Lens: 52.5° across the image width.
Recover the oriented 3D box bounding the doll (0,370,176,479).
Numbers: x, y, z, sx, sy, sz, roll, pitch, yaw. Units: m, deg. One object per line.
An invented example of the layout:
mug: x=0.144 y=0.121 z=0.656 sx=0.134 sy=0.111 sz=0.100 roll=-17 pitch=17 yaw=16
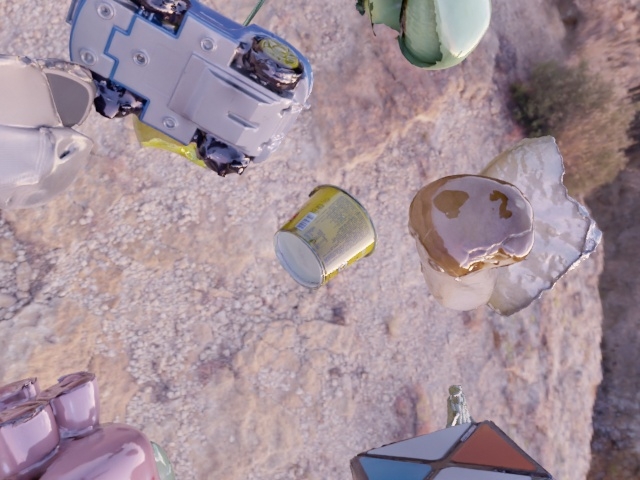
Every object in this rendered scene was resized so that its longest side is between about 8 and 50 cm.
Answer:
doll: x=-0.278 y=0.290 z=0.705 sx=0.284 sy=0.216 sz=0.269 roll=-24 pitch=102 yaw=-57

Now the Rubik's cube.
Rubik's cube: x=0.201 y=0.437 z=0.941 sx=0.246 sy=0.250 sz=0.249 roll=-14 pitch=97 yaw=-8

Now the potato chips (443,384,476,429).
potato chips: x=0.285 y=0.497 z=1.255 sx=0.373 sy=0.097 sz=0.389 roll=52 pitch=46 yaw=-27

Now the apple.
apple: x=-0.340 y=-0.292 z=1.604 sx=0.246 sy=0.226 sz=0.246 roll=-5 pitch=90 yaw=-77

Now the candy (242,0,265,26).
candy: x=-0.128 y=-0.288 z=0.941 sx=0.061 sy=0.202 sz=0.061 roll=29 pitch=37 yaw=-25

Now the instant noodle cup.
instant noodle cup: x=0.000 y=0.000 z=1.291 sx=0.144 sy=0.182 sz=0.182 roll=-40 pitch=107 yaw=-31

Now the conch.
conch: x=0.116 y=-0.328 z=0.816 sx=0.250 sy=0.143 sz=0.137 roll=41 pitch=82 yaw=-35

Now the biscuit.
biscuit: x=0.279 y=-0.011 z=0.875 sx=0.040 sy=0.188 sz=0.266 roll=-49 pitch=146 yaw=-61

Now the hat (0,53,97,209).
hat: x=-0.380 y=-0.132 z=0.735 sx=0.231 sy=0.275 sz=0.161 roll=7 pitch=67 yaw=-7

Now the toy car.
toy car: x=-0.164 y=-0.231 z=0.843 sx=0.314 sy=0.198 sz=0.166 roll=27 pitch=36 yaw=-13

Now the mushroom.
mushroom: x=0.115 y=0.012 z=0.515 sx=0.209 sy=0.084 sz=0.071 roll=61 pitch=19 yaw=-69
